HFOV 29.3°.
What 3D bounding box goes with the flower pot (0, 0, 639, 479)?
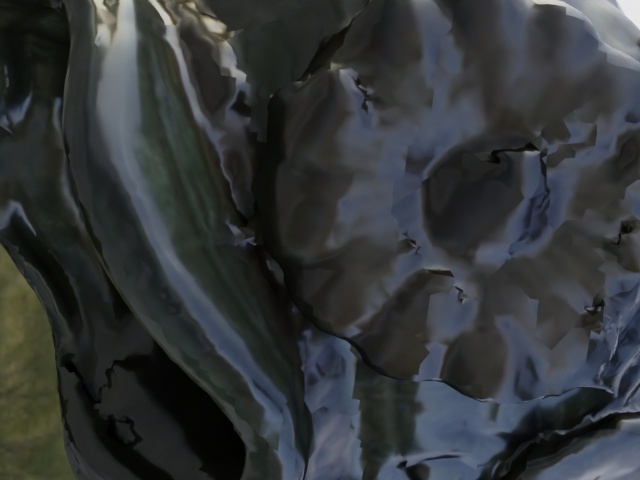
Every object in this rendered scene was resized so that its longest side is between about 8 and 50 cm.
[{"bbox_3d":[0.000,0.000,0.476,0.302,0.213,0.301,50,-29,41],"label":"flower pot"}]
